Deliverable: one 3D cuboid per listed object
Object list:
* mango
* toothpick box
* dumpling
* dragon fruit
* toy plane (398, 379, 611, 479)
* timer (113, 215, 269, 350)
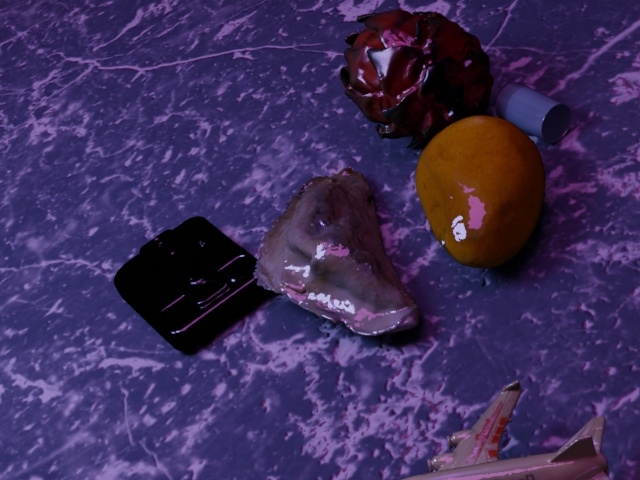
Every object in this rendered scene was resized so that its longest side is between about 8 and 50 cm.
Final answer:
[{"bbox_3d":[0.177,-0.053,1.672,0.147,0.109,0.227,10,44,4],"label":"mango"},{"bbox_3d":[0.256,-0.154,1.791,0.052,0.052,0.083,-38,40,-16],"label":"toothpick box"},{"bbox_3d":[0.003,-0.004,1.703,0.166,0.086,0.332,-8,32,-9],"label":"dumpling"},{"bbox_3d":[0.116,-0.203,1.833,0.189,0.182,0.182,-7,41,14],"label":"dragon fruit"},{"bbox_3d":[0.154,0.232,1.356,0.244,0.092,0.229,-19,40,9],"label":"toy plane"},{"bbox_3d":[-0.159,0.044,1.782,0.144,0.055,0.187,-37,39,-15],"label":"timer"}]
